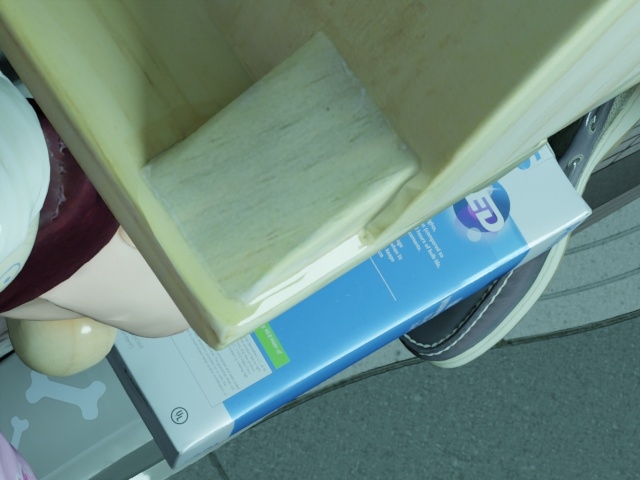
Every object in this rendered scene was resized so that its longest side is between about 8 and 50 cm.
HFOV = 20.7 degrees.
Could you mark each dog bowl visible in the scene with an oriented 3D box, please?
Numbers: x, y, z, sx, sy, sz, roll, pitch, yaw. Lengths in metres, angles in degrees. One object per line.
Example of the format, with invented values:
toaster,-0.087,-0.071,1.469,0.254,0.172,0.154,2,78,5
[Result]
dog bowl,-0.135,0.115,1.262,0.349,0.102,0.349,-31,172,-5

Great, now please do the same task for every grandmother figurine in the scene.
grandmother figurine,-0.108,-0.008,0.651,0.208,0.104,0.342,-46,173,3

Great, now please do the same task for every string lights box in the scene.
string lights box,0.000,0.000,0.952,0.260,0.133,0.077,-29,171,-14

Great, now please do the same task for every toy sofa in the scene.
toy sofa,0.049,-0.128,0.322,0.177,0.150,0.362,-33,173,-26

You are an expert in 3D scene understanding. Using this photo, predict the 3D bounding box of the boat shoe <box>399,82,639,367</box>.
boat shoe,0.119,-0.048,1.094,0.092,0.103,0.285,13,116,-51

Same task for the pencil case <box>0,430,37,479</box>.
pencil case,-0.151,0.046,0.416,0.124,0.124,0.284,-30,150,-8
